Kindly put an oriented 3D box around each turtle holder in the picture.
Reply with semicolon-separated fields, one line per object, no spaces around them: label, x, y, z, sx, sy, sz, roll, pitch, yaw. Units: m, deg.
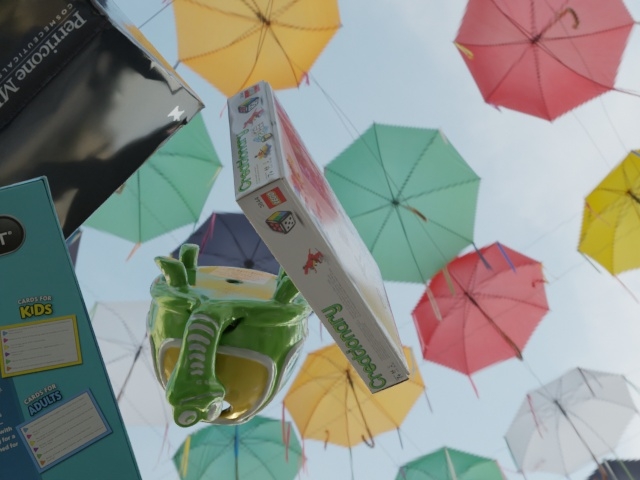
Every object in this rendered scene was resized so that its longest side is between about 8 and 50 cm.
turtle holder;-0.124;0.144;1.098;0.243;0.320;0.228;5;-81;-24

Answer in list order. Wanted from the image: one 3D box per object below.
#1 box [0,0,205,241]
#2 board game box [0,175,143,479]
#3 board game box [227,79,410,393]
box;-0.386;-0.216;0.902;0.293;0.212;0.395;-44;-113;4
board game box;-0.297;0.142;0.620;0.253;0.079;0.336;-17;-103;-20
board game box;0.000;0.000;0.827;0.053;0.193;0.305;-25;-53;10
